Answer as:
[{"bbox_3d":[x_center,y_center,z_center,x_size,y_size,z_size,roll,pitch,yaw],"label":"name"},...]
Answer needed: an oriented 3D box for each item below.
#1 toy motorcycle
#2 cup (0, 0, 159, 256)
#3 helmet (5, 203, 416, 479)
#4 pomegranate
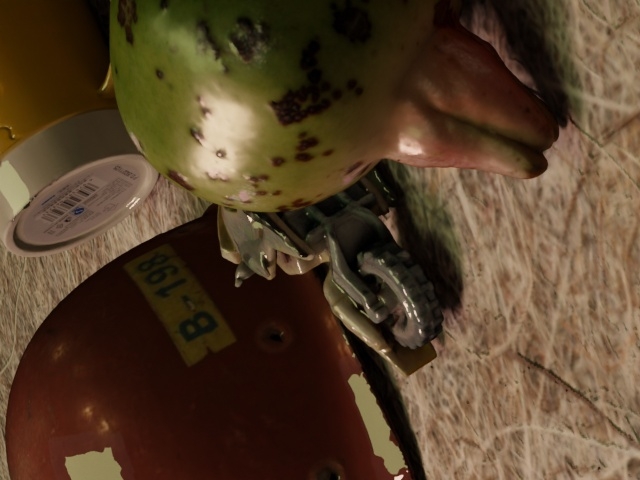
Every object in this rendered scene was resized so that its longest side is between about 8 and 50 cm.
[{"bbox_3d":[-0.001,0.000,1.260,0.229,0.094,0.129,44,151,28],"label":"toy motorcycle"},{"bbox_3d":[-0.232,-0.132,1.630,0.241,0.185,0.226,-43,68,32],"label":"cup"},{"bbox_3d":[-0.106,0.165,1.439,0.385,0.230,0.337,-128,31,-45],"label":"helmet"},{"bbox_3d":[0.015,-0.104,1.031,0.248,0.214,0.214,27,141,14],"label":"pomegranate"}]
